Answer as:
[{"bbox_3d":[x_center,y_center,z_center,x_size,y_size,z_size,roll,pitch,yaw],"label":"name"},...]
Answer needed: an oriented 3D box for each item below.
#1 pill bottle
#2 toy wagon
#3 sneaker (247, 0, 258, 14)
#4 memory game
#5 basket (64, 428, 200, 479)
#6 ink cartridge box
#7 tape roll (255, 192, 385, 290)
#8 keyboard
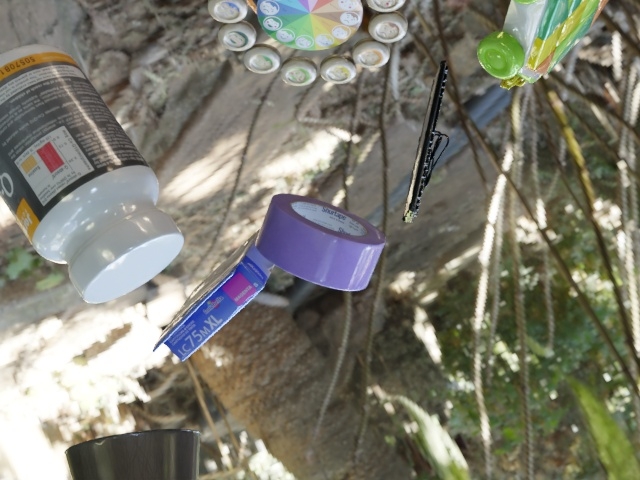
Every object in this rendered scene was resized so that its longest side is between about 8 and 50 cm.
[{"bbox_3d":[-0.288,-0.076,1.044,0.162,0.278,0.162,-34,167,-9],"label":"pill bottle"},{"bbox_3d":[0.288,-0.295,1.060,0.267,0.068,0.344,-45,160,-24],"label":"toy wagon"},{"bbox_3d":[-0.051,-0.349,1.277,0.124,0.180,0.321,-44,163,21],"label":"sneaker"},{"bbox_3d":[-0.010,-0.206,0.835,0.186,0.012,0.186,2,147,1],"label":"memory game"},{"bbox_3d":[-0.264,0.409,1.327,0.204,0.226,0.154,-2,155,-20],"label":"basket"},{"bbox_3d":[-0.156,0.083,1.456,0.186,0.065,0.311,-43,-175,13],"label":"ink cartridge box"},{"bbox_3d":[0.000,0.000,1.396,0.189,0.189,0.080,0,115,-55],"label":"tape roll"},{"bbox_3d":[0.139,-0.115,1.104,0.038,0.192,0.100,14,172,1],"label":"keyboard"}]
